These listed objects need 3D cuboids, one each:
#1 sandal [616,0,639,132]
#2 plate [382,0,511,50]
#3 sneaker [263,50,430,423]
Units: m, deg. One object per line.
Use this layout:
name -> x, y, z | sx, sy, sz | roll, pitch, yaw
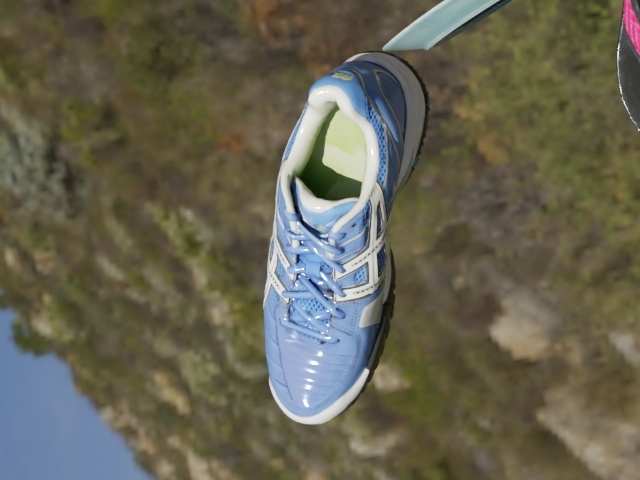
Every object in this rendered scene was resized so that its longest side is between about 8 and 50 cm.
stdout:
sandal -> 0.190, -0.125, 0.931 | 0.040, 0.067, 0.179 | -75, -23, -75
plate -> 0.135, -0.198, 1.422 | 0.024, 0.188, 0.188 | 57, -178, -1
sneaker -> 0.000, 0.000, 0.953 | 0.081, 0.080, 0.211 | -15, -65, -66
